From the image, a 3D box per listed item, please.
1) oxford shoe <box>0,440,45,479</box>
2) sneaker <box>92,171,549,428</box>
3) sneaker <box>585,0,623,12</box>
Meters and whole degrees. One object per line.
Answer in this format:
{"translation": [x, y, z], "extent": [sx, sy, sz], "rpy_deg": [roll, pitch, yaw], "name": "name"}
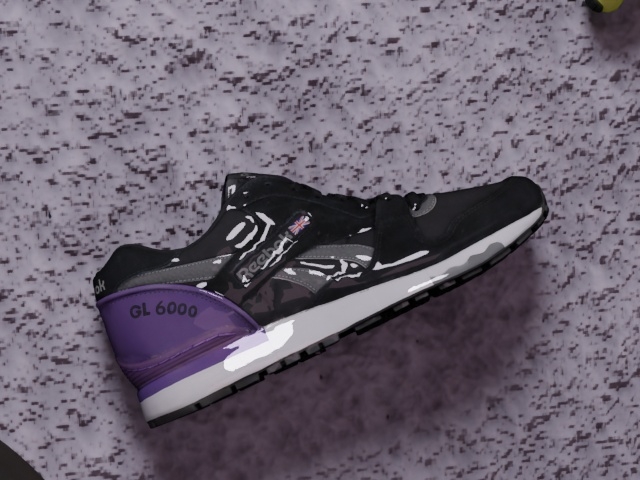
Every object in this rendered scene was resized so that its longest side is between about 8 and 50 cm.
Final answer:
{"translation": [-0.253, 0.138, 0.988], "extent": [0.212, 0.076, 0.076], "rpy_deg": [26, 112, -11], "name": "oxford shoe"}
{"translation": [0.000, 0.000, 1.021], "extent": [0.283, 0.107, 0.124], "rpy_deg": [-25, 86, -12], "name": "sneaker"}
{"translation": [0.254, -0.219, 1.081], "extent": [0.094, 0.081, 0.208], "rpy_deg": [41, 93, -3], "name": "sneaker"}
